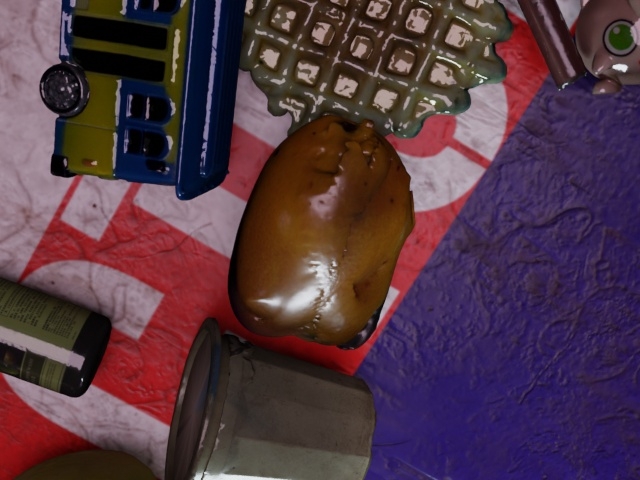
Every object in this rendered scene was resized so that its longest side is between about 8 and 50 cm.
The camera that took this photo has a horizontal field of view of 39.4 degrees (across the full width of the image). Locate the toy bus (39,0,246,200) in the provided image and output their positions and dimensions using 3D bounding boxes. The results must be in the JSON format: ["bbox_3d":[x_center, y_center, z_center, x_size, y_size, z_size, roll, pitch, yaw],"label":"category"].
[{"bbox_3d":[-0.170,-0.198,0.896,0.175,0.138,0.287,11,106,12],"label":"toy bus"}]

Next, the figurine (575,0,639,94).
[{"bbox_3d":[0.332,-0.222,0.938,0.125,0.125,0.138,-1,105,0],"label":"figurine"}]

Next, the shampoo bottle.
[{"bbox_3d":[-0.386,0.087,1.015,0.284,0.101,0.101,21,102,-5],"label":"shampoo bottle"}]

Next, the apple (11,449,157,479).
[{"bbox_3d":[-0.264,0.399,1.022,0.258,0.233,0.295,-38,101,11],"label":"apple"}]

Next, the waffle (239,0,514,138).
[{"bbox_3d":[0.052,-0.249,0.962,0.309,0.056,0.291,-27,101,3],"label":"waffle"}]

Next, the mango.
[{"bbox_3d":[0.000,0.000,0.946,0.153,0.201,0.287,34,128,22],"label":"mango"}]

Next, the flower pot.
[{"bbox_3d":[-0.059,0.208,1.015,0.203,0.212,0.212,14,103,-19],"label":"flower pot"}]

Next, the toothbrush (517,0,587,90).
[{"bbox_3d":[0.184,-0.324,0.910,0.041,0.041,0.364,-26,98,5],"label":"toothbrush"}]
